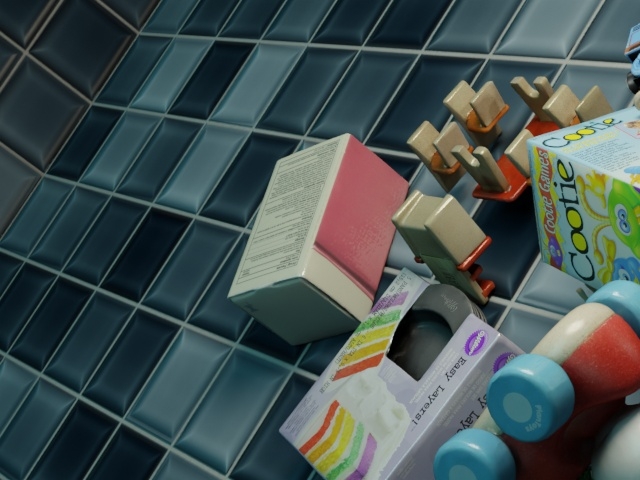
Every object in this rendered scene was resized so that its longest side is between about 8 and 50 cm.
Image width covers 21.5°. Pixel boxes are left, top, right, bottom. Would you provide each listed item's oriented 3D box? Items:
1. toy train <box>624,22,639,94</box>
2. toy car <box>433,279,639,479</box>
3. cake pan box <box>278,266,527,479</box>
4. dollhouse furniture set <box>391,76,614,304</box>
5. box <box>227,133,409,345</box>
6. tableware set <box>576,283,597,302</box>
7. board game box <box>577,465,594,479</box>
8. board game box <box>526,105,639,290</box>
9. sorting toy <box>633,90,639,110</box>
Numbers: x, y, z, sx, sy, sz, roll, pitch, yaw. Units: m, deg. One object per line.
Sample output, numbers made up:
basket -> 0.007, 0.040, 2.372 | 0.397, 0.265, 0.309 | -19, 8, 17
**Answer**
toy train -> 0.425, -0.224, 1.895 | 0.184, 0.080, 0.105 | -26, 32, 39
toy car -> 0.271, 0.197, 1.544 | 0.219, 0.238, 0.210 | -30, -23, -48
cake pan box -> 0.095, 0.176, 1.931 | 0.267, 0.070, 0.246 | -51, 31, 0
dollhouse furniture set -> 0.215, -0.065, 2.006 | 0.259, 0.135, 0.262 | -49, 27, -18
box -> 0.000, 0.000, 2.198 | 0.148, 0.127, 0.232 | -18, 44, 45
tableware set -> 0.336, 0.060, 1.762 | 0.104, 0.024, 0.154 | -42, 28, 5
board game box -> 0.189, 0.308, 1.585 | 0.136, 0.030, 0.260 | -10, 28, 36
board game box -> 0.341, -0.024, 1.672 | 0.144, 0.142, 0.275 | -18, 22, -19
sorting toy -> 0.455, -0.164, 1.717 | 0.208, 0.193, 0.038 | -13, 89, 52
